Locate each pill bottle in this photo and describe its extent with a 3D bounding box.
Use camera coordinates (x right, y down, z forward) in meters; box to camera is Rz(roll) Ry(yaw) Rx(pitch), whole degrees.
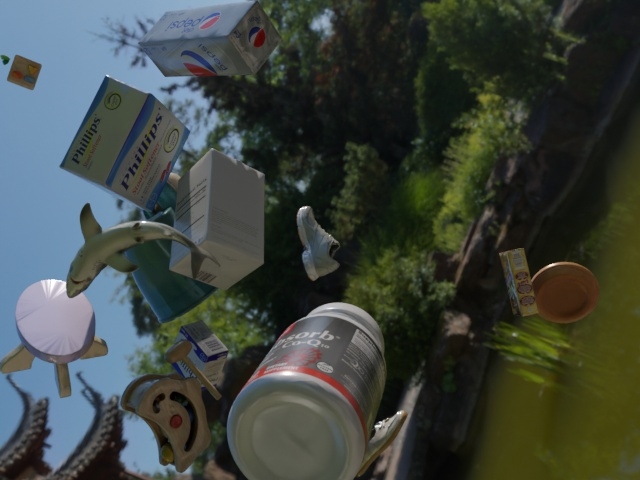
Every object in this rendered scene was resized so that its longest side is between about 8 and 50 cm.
[{"bbox_3d":[-0.002,0.246,1.161,0.363,0.210,0.210,-50,-20,-70],"label":"pill bottle"}]

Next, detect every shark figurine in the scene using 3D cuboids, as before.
[{"bbox_3d":[-0.338,0.004,1.298,0.116,0.278,0.166,139,122,-88],"label":"shark figurine"}]

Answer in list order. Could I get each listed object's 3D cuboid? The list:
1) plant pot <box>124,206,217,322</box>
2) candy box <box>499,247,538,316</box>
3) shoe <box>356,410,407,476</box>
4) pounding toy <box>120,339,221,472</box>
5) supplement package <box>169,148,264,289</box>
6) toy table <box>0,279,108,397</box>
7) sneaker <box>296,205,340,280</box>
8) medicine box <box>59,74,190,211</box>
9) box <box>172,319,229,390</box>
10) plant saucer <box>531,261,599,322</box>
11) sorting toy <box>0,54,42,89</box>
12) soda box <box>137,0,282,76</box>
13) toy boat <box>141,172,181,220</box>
[{"bbox_3d":[-0.430,0.054,1.998,0.271,0.255,0.272,-32,16,10],"label":"plant pot"},{"bbox_3d":[0.563,0.119,1.971,0.109,0.053,0.187,53,-157,-85],"label":"candy box"},{"bbox_3d":[0.146,0.528,1.831,0.219,0.058,0.076,-50,-4,4],"label":"shoe"},{"bbox_3d":[-0.307,0.357,1.447,0.154,0.154,0.270,-21,-75,-43],"label":"pounding toy"},{"bbox_3d":[-0.264,-0.054,1.803,0.175,0.177,0.293,-34,44,38],"label":"supplement package"},{"bbox_3d":[-0.643,0.239,1.677,0.274,0.252,0.161,-114,31,-50],"label":"toy table"},{"bbox_3d":[0.000,0.000,2.207,0.099,0.120,0.263,57,-161,-60],"label":"sneaker"},{"bbox_3d":[-0.509,-0.247,1.844,0.264,0.149,0.289,-66,-13,-6],"label":"medicine box"},{"bbox_3d":[-0.318,0.303,1.808,0.072,0.126,0.137,-13,-45,-44],"label":"box"},{"bbox_3d":[0.708,0.159,2.015,0.037,0.199,0.200,-65,-5,-63],"label":"plant saucer"},{"bbox_3d":[-0.655,-0.369,1.501,0.012,0.083,0.062,33,102,63],"label":"sorting toy"},{"bbox_3d":[-0.212,-0.371,1.293,0.098,0.286,0.091,-57,-47,-22],"label":"soda box"},{"bbox_3d":[-0.530,-0.148,2.125,0.148,0.318,0.267,-47,7,-32],"label":"toy boat"}]
